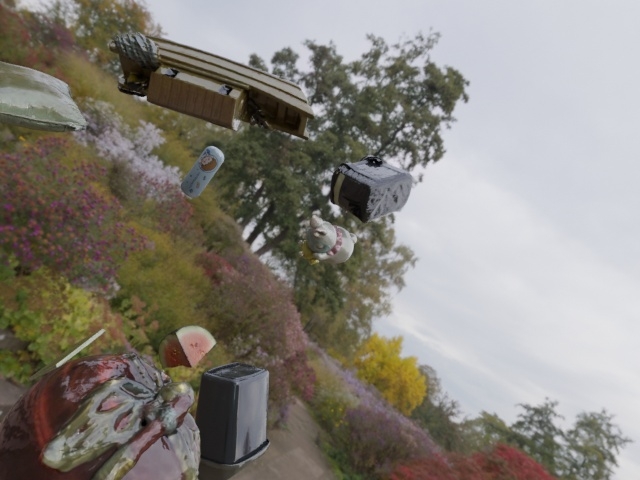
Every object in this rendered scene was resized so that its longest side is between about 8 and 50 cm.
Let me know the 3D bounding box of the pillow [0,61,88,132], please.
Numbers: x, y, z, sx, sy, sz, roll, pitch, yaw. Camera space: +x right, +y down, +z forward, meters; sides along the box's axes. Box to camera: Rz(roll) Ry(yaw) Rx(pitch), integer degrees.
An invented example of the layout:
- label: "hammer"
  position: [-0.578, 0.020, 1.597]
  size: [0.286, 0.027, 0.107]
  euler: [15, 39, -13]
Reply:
- label: "pillow"
  position: [-0.547, -0.268, 0.780]
  size: [0.184, 0.075, 0.302]
  euler: [2, 28, -38]

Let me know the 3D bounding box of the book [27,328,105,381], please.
- label: "book"
  position: [-0.790, 0.354, 1.335]
  size: [0.013, 0.167, 0.192]
  euler: [58, 27, -11]

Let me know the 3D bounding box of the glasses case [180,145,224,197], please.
- label: "glasses case"
  position: [-0.374, -0.217, 1.357]
  size: [0.067, 0.178, 0.045]
  euler: [36, 8, -14]

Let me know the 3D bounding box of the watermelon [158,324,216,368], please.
- label: "watermelon"
  position: [-0.471, 0.363, 1.451]
  size: [0.145, 0.137, 0.193]
  euler: [-11, -29, 29]

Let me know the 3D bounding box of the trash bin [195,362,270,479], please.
- label: "trash bin"
  position: [-0.245, 0.504, 1.185]
  size: [0.182, 0.291, 0.209]
  euler: [4, -2, 27]

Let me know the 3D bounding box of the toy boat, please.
- label: "toy boat"
  position: [-0.227, -0.319, 0.909]
  size: [0.445, 0.162, 0.136]
  euler: [16, -36, -3]

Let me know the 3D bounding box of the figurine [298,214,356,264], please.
- label: "figurine"
  position: [0.000, 0.000, 1.356]
  size: [0.155, 0.127, 0.235]
  euler: [-18, -23, 28]

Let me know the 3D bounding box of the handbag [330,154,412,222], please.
- label: "handbag"
  position: [0.161, -0.169, 1.414]
  size: [0.181, 0.254, 0.181]
  euler: [36, -47, 37]

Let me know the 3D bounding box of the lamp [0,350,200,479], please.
- label: "lamp"
  position: [-0.200, 0.176, 0.359]
  size: [0.215, 0.223, 0.151]
  euler: [150, -77, -86]
